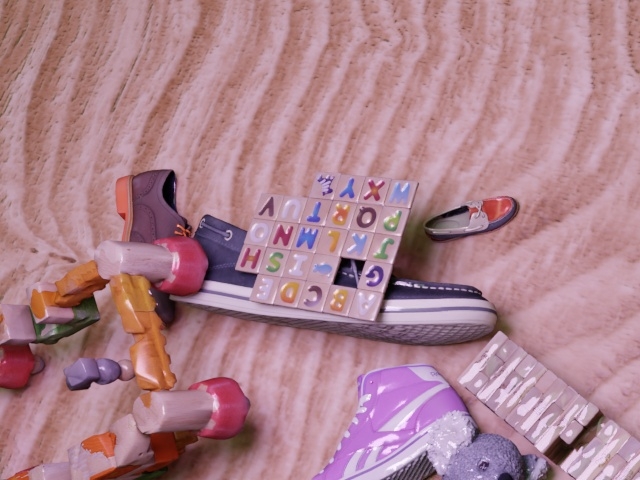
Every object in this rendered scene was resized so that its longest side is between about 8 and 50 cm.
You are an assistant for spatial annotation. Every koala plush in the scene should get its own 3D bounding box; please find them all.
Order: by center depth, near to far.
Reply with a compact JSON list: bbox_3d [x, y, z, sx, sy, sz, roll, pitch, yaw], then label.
[{"bbox_3d":[0.188,0.338,1.585,0.196,0.203,0.221,25,69,-10],"label":"koala plush"}]

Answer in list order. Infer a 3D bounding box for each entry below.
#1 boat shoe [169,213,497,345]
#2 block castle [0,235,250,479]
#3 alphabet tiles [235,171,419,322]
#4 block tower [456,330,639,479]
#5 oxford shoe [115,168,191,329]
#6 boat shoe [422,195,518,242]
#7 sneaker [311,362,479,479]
[{"bbox_3d":[0.010,0.049,1.769,0.500,0.187,0.156,8,79,30],"label":"boat shoe"},{"bbox_3d":[-0.324,0.207,1.795,0.453,0.213,0.303,-28,70,30],"label":"block castle"},{"bbox_3d":[0.000,0.000,1.687,0.237,0.009,0.198,8,71,32],"label":"alphabet tiles"},{"bbox_3d":[0.332,0.256,1.603,0.335,0.097,0.091,40,88,28],"label":"block tower"},{"bbox_3d":[-0.248,0.005,1.943,0.098,0.097,0.271,-18,64,9],"label":"oxford shoe"},{"bbox_3d":[0.212,-0.034,1.794,0.137,0.043,0.049,-18,62,14],"label":"boat shoe"},{"bbox_3d":[0.059,0.273,1.713,0.282,0.102,0.161,-32,56,-3],"label":"sneaker"}]
